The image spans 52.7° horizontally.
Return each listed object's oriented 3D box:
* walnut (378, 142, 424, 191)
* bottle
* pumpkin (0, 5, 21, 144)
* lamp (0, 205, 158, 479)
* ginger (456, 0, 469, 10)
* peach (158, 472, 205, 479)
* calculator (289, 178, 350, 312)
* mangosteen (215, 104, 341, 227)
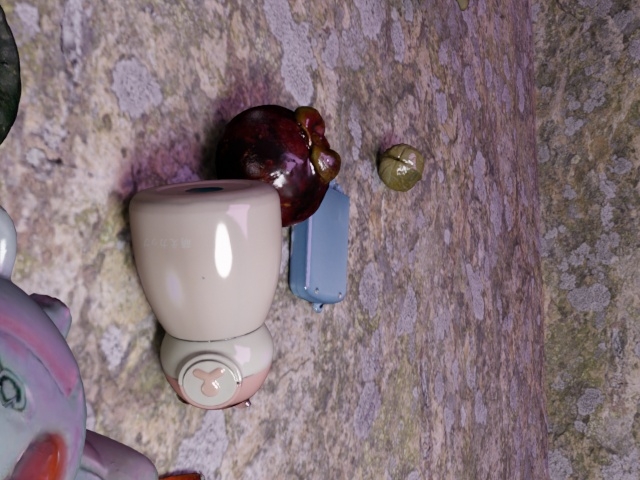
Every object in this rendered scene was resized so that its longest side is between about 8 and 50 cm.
[{"bbox_3d":[0.145,-0.131,1.152,0.092,0.092,0.092,12,76,-58],"label":"walnut"},{"bbox_3d":[-0.109,0.062,0.659,0.148,0.148,0.236,-21,112,-58],"label":"bottle"},{"bbox_3d":[-0.275,-0.119,0.421,0.167,0.125,0.167,29,52,-47],"label":"pumpkin"},{"bbox_3d":[-0.241,0.133,0.376,0.301,0.248,0.247,84,27,-48],"label":"lamp"},{"bbox_3d":[0.174,-0.603,1.194,0.413,0.211,0.358,18,57,-66],"label":"ginger"},{"bbox_3d":[-0.164,0.331,0.599,0.279,0.068,0.188,-53,131,-48],"label":"peach"},{"bbox_3d":[0.000,0.000,0.935,0.121,0.039,0.210,16,73,-55],"label":"calculator"},{"bbox_3d":[-0.046,-0.091,0.770,0.153,0.153,0.152,12,76,-58],"label":"mangosteen"}]
